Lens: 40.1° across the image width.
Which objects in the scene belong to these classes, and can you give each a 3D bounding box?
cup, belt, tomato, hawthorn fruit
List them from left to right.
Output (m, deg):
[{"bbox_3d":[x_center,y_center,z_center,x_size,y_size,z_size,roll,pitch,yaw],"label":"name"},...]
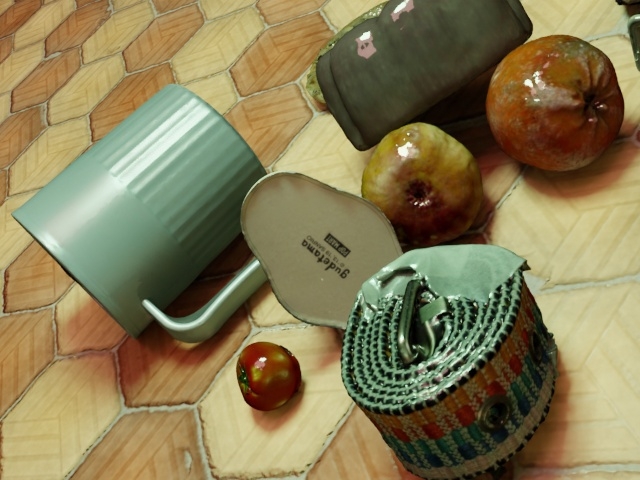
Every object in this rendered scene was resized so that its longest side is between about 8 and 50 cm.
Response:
[{"bbox_3d":[-0.237,-0.040,1.296,0.311,0.257,0.331,-45,37,-14],"label":"cup"},{"bbox_3d":[-0.064,0.167,1.093,0.075,0.087,0.087,-11,29,-27],"label":"tomato"},{"bbox_3d":[0.137,0.115,0.922,0.207,0.150,0.257,-18,31,26],"label":"belt"},{"bbox_3d":[0.287,-0.171,1.107,0.173,0.173,0.173,-21,40,19],"label":"hawthorn fruit"}]

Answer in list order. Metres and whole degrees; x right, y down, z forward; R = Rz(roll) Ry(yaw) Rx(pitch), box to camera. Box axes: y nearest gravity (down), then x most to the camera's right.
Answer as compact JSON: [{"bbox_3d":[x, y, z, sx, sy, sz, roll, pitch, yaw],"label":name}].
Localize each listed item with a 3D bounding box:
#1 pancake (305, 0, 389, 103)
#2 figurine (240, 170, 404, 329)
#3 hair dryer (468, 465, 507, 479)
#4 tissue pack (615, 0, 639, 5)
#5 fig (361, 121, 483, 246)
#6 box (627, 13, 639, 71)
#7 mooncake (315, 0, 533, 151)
[{"bbox_3d":[0.095,-0.331,1.511,0.282,0.049,0.282,-20,40,18],"label":"pancake"},{"bbox_3d":[0.000,0.000,1.119,0.166,0.250,0.141,-38,19,3],"label":"figurine"},{"bbox_3d":[0.117,0.280,0.854,0.182,0.064,0.117,-39,38,-12],"label":"hair dryer"},{"bbox_3d":[0.531,-0.494,1.298,0.245,0.123,0.332,-13,46,19],"label":"tissue pack"},{"bbox_3d":[0.141,-0.097,1.185,0.159,0.159,0.257,-18,20,22],"label":"fig"},{"bbox_3d":[0.470,-0.269,1.134,0.122,0.089,0.062,4,43,39],"label":"box"},{"bbox_3d":[0.141,-0.264,1.242,0.306,0.154,0.306,-32,3,2],"label":"mooncake"}]
